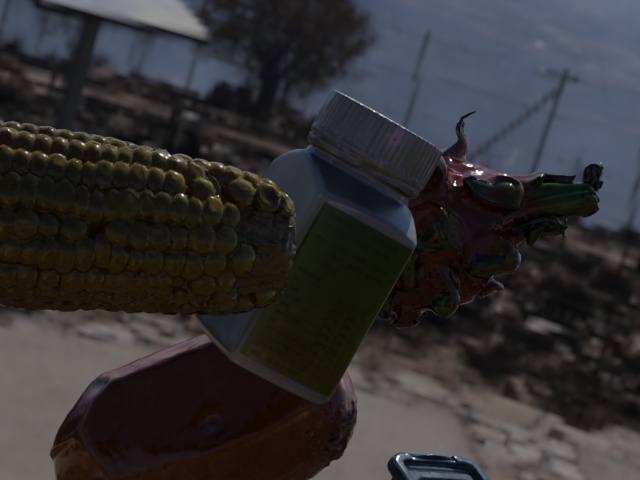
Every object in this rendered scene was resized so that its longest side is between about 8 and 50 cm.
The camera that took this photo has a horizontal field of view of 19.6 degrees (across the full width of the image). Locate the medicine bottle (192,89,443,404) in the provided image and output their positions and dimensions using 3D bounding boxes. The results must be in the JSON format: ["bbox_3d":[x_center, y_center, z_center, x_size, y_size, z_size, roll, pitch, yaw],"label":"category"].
[{"bbox_3d":[0.000,0.000,1.256,0.088,0.188,0.132,28,4,-20],"label":"medicine bottle"}]

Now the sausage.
[{"bbox_3d":[-0.101,0.161,1.574,0.268,0.153,0.141,-21,-21,-3],"label":"sausage"}]

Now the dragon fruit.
[{"bbox_3d":[0.109,-0.021,1.456,0.137,0.236,0.135,59,5,-9],"label":"dragon fruit"}]

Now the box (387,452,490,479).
[{"bbox_3d":[0.081,0.185,1.177,0.074,0.054,0.099,6,30,-32],"label":"box"}]

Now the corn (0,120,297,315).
[{"bbox_3d":[-0.174,-0.014,1.099,0.321,0.119,0.119,9,14,-15],"label":"corn"}]
